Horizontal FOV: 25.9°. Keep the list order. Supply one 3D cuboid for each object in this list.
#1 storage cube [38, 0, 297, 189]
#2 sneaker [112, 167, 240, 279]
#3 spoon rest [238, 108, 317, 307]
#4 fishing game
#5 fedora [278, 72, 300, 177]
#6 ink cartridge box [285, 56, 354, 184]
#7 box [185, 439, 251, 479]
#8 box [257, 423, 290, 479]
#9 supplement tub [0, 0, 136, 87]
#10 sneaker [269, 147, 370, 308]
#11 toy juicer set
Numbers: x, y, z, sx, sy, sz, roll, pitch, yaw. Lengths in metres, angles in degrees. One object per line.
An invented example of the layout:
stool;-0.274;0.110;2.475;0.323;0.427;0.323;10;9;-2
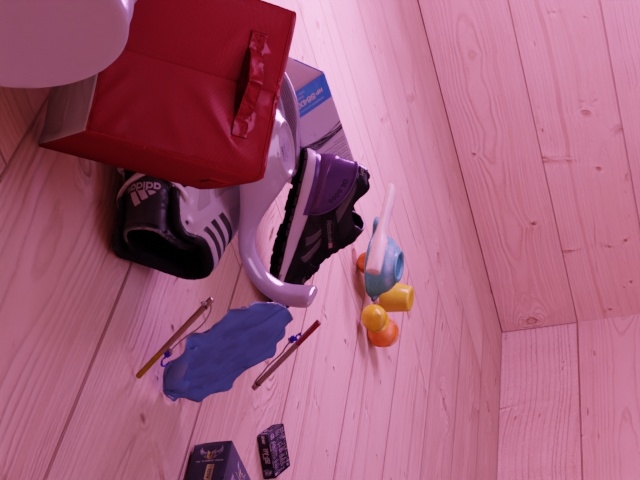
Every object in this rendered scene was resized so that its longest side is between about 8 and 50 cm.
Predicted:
storage cube;-0.164;-0.165;1.449;0.215;0.193;0.184;-1;-103;63
sneaker;-0.178;-0.142;1.627;0.258;0.169;0.448;-83;161;-50
spoon rest;-0.069;-0.049;1.732;0.137;0.084;0.276;-58;139;-67
fishing game;-0.119;0.133;1.727;0.041;0.189;0.264;52;22;26
fedora;-0.102;-0.169;2.014;0.244;0.124;0.276;-47;127;-71
ink cartridge box;-0.038;-0.182;2.196;0.086;0.148;0.203;-36;129;-22
box;-0.114;0.399;1.768;0.183;0.059;0.233;-79;155;-49
box;-0.069;0.313;2.068;0.083;0.018;0.067;-19;100;-75
supplement tub;-0.268;-0.332;1.264;0.241;0.241;0.331;55;30;-59
sneaker;0.000;0.000;2.116;0.107;0.124;0.283;-92;-164;-54
toy juicer set;0.105;0.072;2.752;0.329;0.089;0.209;79;26;-43
